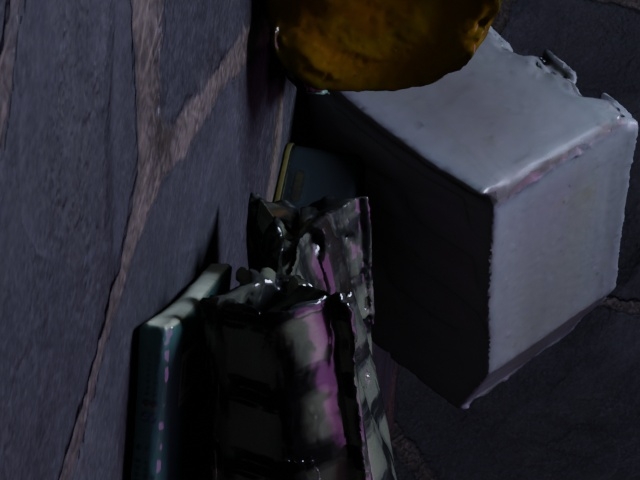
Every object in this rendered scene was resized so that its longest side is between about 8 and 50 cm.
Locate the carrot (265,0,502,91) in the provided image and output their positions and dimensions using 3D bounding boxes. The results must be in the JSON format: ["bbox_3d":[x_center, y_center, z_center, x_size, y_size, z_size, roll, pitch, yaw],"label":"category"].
[{"bbox_3d":[0.075,-0.308,1.703,0.341,0.241,0.241,-74,168,-49],"label":"carrot"}]

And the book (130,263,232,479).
[{"bbox_3d":[-0.119,0.224,1.441,0.264,0.031,0.379,-48,144,-78],"label":"book"}]

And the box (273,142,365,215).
[{"bbox_3d":[0.000,0.000,1.968,0.201,0.090,0.144,86,12,-53],"label":"box"}]

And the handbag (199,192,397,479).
[{"bbox_3d":[-0.018,0.151,1.482,0.325,0.162,0.327,-84,170,-71],"label":"handbag"}]

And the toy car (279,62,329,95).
[{"bbox_3d":[-0.016,-0.189,1.808,0.142,0.055,0.069,-118,-147,-78],"label":"toy car"}]

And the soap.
[{"bbox_3d":[0.163,-0.035,2.069,0.213,0.350,0.435,-36,145,-24],"label":"soap"}]
